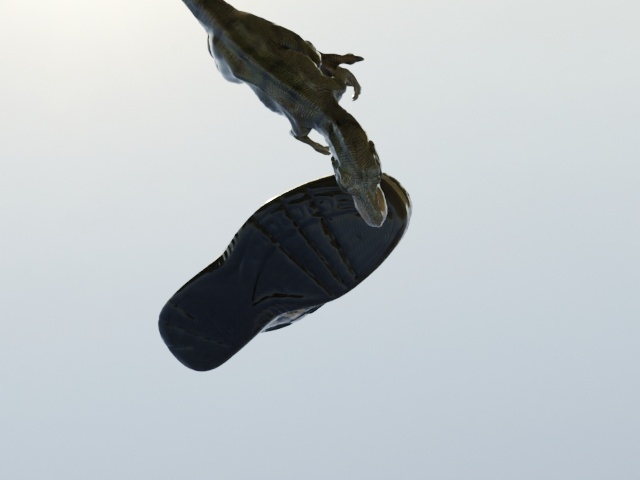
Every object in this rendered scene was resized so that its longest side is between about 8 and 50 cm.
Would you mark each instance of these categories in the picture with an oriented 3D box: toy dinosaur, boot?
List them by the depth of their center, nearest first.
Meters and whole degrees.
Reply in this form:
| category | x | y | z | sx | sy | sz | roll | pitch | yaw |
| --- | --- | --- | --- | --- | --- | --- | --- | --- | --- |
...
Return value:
| category | x | y | z | sx | sy | sz | roll | pitch | yaw |
| --- | --- | --- | --- | --- | --- | --- | --- | --- | --- |
| toy dinosaur | -0.040 | -0.116 | 0.908 | 0.268 | 0.064 | 0.118 | 41 | -166 | 10 |
| boot | -0.002 | -0.001 | 1.128 | 0.236 | 0.085 | 0.178 | -36 | 180 | 32 |
